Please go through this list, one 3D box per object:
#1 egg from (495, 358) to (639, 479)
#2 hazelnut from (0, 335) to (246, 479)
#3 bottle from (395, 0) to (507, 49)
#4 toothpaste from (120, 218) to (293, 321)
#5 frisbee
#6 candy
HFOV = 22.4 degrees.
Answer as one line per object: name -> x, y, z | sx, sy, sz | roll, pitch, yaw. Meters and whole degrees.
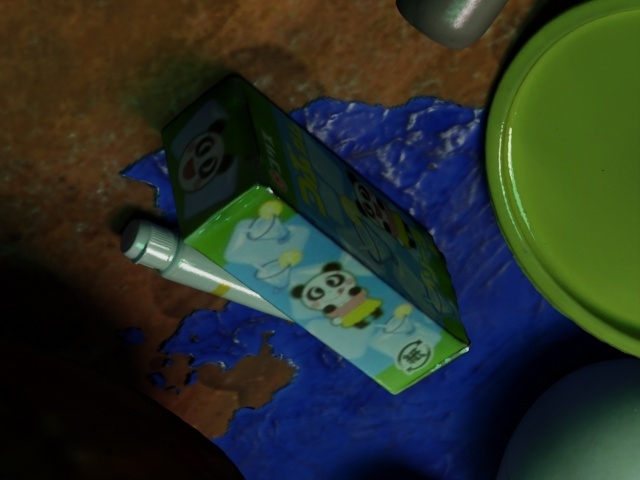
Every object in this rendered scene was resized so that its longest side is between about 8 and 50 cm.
egg -> 0.194, 0.173, 1.094 | 0.151, 0.151, 0.209 | 5, 131, -22
hazelnut -> -0.220, 0.228, 0.895 | 0.421, 0.352, 0.421 | -24, 169, -5
bottle -> 0.094, -0.164, 0.818 | 0.053, 0.053, 0.140 | 17, 125, -30
toothpaste -> -0.033, 0.029, 0.966 | 0.190, 0.048, 0.031 | 23, 104, -30
frisbee -> 0.198, -0.030, 0.897 | 0.017, 0.236, 0.236 | -41, 156, -48
candy -> 0.000, 0.000, 0.911 | 0.062, 0.097, 0.194 | -35, 132, 19
